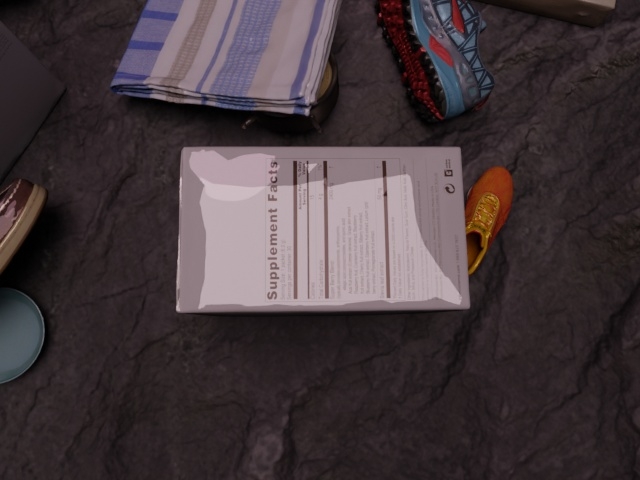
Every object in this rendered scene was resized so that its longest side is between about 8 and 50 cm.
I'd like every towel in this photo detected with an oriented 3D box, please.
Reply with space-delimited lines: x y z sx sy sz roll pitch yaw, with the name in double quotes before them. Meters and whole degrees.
"towel" -0.120 -0.264 0.652 0.285 0.034 0.209 9 70 14

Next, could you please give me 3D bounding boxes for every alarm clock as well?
"alarm clock" -0.037 -0.227 0.676 0.129 0.064 0.192 6 75 8

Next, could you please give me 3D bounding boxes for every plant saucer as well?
"plant saucer" -0.404 0.119 0.630 0.119 0.021 0.119 0 80 -1

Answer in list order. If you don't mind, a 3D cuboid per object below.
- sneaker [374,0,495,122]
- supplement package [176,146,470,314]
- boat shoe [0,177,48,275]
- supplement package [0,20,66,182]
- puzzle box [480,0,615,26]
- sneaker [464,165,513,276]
"sneaker" 0.160 -0.295 0.691 0.125 0.104 0.262 -16 88 -17
"supplement package" 0.000 0.000 0.584 0.293 0.177 0.175 0 81 -1
"boat shoe" -0.474 0.038 0.573 0.342 0.123 0.123 -43 123 -2
"supplement package" -0.459 -0.184 0.587 0.149 0.203 0.194 29 80 3
"puzzle box" 0.321 -0.539 0.747 0.272 0.052 0.409 14 81 0
"sneaker" 0.211 -0.021 0.651 0.064 0.067 0.175 26 79 4
